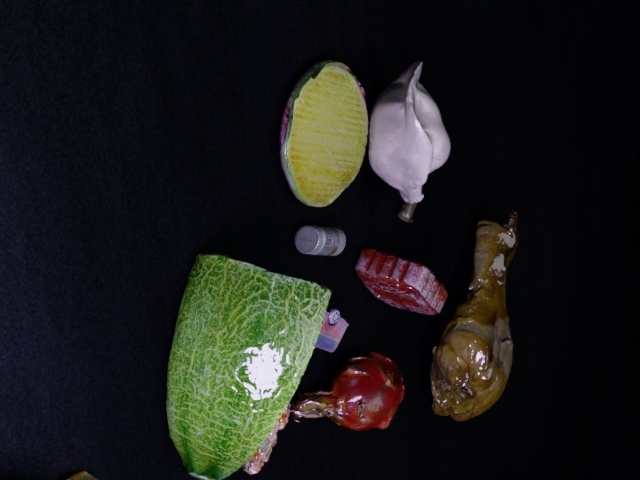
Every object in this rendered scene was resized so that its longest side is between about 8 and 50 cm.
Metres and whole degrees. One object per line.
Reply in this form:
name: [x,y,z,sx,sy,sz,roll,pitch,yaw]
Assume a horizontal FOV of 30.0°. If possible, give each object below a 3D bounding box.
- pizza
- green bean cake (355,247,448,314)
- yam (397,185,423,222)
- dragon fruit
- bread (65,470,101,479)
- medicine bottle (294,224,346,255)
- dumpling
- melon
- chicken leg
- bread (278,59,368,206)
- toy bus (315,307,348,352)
pizza: [-0.070,0.235,1.734,0.185,0.052,0.195,-99,-152,-71]
green bean cake: [0.136,0.073,2.020,0.136,0.135,0.056,48,62,-52]
yam: [0.173,-0.094,2.119,0.033,0.027,0.130,29,75,-16]
dragon fruit: [0.044,0.262,1.987,0.246,0.125,0.126,-5,119,-40]
bread: [-0.322,0.408,1.493,0.088,0.049,0.226,6,96,-73]
medicine bottle: [0.000,0.000,1.864,0.083,0.047,0.047,6,96,-58]
dumpling: [0.143,-0.164,1.926,0.162,0.132,0.250,-98,-172,-54]
melon: [-0.121,0.191,1.656,0.124,0.196,0.324,5,102,-86]
chicken leg: [0.316,0.144,2.348,0.201,0.152,0.430,48,52,-67]
bread: [0.003,-0.163,1.825,0.228,0.033,0.229,-25,120,-53]
toy bus: [-0.028,0.123,1.852,0.192,0.065,0.077,26,86,-57]
